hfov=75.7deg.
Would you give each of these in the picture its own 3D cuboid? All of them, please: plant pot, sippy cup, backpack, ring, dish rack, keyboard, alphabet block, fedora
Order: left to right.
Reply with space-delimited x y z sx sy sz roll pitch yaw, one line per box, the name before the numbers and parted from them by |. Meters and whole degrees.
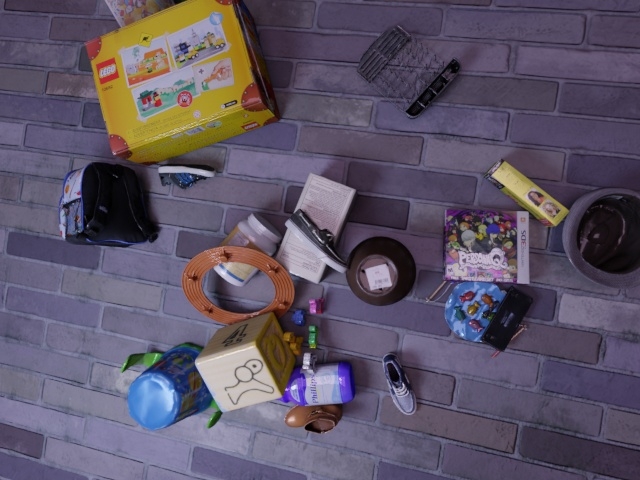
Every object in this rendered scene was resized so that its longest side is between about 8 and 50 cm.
backpack | -0.691 -0.112 1.319 0.213 0.277 0.263 -4 85 23
sippy cup | -0.457 0.458 1.266 0.306 0.224 0.239 -8 88 9
ring | -0.245 0.153 1.226 0.337 0.032 0.336 1 127 1
alphabet block | -0.212 0.353 1.210 0.197 0.193 0.192 -19 106 14
plant pot | 0.165 0.092 1.158 0.216 0.230 0.215 0 89 10
dish rack | 0.251 -0.512 1.236 0.271 0.074 0.208 44 95 9
keyboard | 0.516 0.215 1.170 0.108 0.023 0.180 31 88 -6
fedora | 0.758 -0.006 1.106 0.244 0.124 0.275 19 84 8

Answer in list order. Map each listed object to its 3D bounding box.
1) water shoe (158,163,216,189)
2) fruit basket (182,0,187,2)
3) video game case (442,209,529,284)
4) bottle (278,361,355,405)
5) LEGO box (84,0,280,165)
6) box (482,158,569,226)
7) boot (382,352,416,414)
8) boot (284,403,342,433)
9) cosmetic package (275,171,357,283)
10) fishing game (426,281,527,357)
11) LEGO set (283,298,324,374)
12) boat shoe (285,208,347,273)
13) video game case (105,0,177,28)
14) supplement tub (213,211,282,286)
water shoe | -0.436 -0.209 1.365 0.203 0.073 0.080 6 112 14
fruit basket | -0.497 -0.854 1.251 0.393 0.283 0.391 1 75 -5
video game case | 0.475 0.018 1.188 0.232 0.042 0.210 3 81 10
bottle | -0.040 0.441 1.256 0.283 0.092 0.118 -8 88 10
LEGO box | -0.427 -0.497 1.296 0.501 0.193 0.371 -16 86 10
box | 0.575 -0.134 1.163 0.232 0.087 0.058 41 98 7
boot | 0.229 0.431 1.211 0.069 0.086 0.189 -24 85 9
boot | -0.032 0.532 1.222 0.197 0.152 0.072 -21 85 9
cosmetic package | -0.010 -0.036 1.244 0.153 0.129 0.295 24 92 8
fishing game | 0.460 0.205 1.199 0.264 0.041 0.189 45 97 7
LEGO set | -0.057 0.274 1.231 0.087 0.093 0.227 -4 65 25
boat shoe | 0.000 0.000 1.137 0.219 0.078 0.070 42 96 8
video game case | -0.610 -0.802 1.421 0.207 0.026 0.226 -32 83 8
supplement tub | -0.228 0.027 1.274 0.144 0.144 0.199 43 96 8
